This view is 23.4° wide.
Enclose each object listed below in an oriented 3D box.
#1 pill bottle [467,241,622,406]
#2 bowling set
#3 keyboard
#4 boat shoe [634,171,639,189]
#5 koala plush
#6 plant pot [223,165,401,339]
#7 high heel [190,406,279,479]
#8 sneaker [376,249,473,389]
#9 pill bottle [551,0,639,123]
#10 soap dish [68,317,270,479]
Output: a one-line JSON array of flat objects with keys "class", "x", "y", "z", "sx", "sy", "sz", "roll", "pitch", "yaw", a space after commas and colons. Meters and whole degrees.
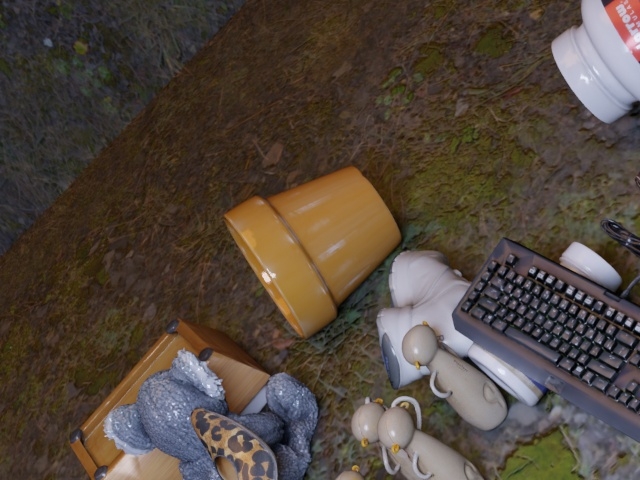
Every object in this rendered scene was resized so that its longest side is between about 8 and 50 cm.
[{"class": "pill bottle", "x": 0.245, "y": 0.087, "z": 1.664, "sx": 0.169, "sy": 0.094, "sz": 0.094, "roll": -50, "pitch": 24, "yaw": -4}, {"class": "bowling set", "x": 0.068, "y": 0.250, "z": 1.637, "sx": 0.200, "sy": 0.154, "sz": 0.287, "roll": -29, "pitch": 29, "yaw": 35}, {"class": "keyboard", "x": 0.290, "y": 0.069, "z": 1.558, "sx": 0.317, "sy": 0.033, "sz": 0.201, "roll": 31, "pitch": 79, "yaw": 43}, {"class": "boat shoe", "x": 0.377, "y": -0.022, "z": 1.637, "sx": 0.073, "sy": 0.073, "sz": 0.207, "roll": -42, "pitch": 24, "yaw": 7}, {"class": "koala plush", "x": -0.139, "y": 0.237, "z": 1.922, "sx": 0.196, "sy": 0.221, "sz": 0.203, "roll": -37, "pitch": 26, "yaw": 23}, {"class": "plant pot", "x": 0.000, "y": 0.000, "z": 2.110, "sx": 0.188, "sy": 0.205, "sz": 0.205, "roll": -33, "pitch": 23, "yaw": -6}, {"class": "high heel", "x": -0.119, "y": 0.314, "z": 1.753, "sx": 0.186, "sy": 0.093, "sz": 0.261, "roll": -35, "pitch": 59, "yaw": -20}, {"class": "sneaker", "x": 0.144, "y": 0.088, "z": 1.833, "sx": 0.129, "sy": 0.111, "sz": 0.297, "roll": -11, "pitch": 20, "yaw": 11}, {"class": "pill bottle", "x": 0.434, "y": -0.276, "z": 1.796, "sx": 0.323, "sy": 0.181, "sz": 0.181, "roll": -36, "pitch": 26, "yaw": 25}, {"class": "soap dish", "x": -0.217, "y": 0.251, "z": 2.158, "sx": 0.291, "sy": 0.118, "sz": 0.229, "roll": -48, "pitch": 24, "yaw": -5}]
